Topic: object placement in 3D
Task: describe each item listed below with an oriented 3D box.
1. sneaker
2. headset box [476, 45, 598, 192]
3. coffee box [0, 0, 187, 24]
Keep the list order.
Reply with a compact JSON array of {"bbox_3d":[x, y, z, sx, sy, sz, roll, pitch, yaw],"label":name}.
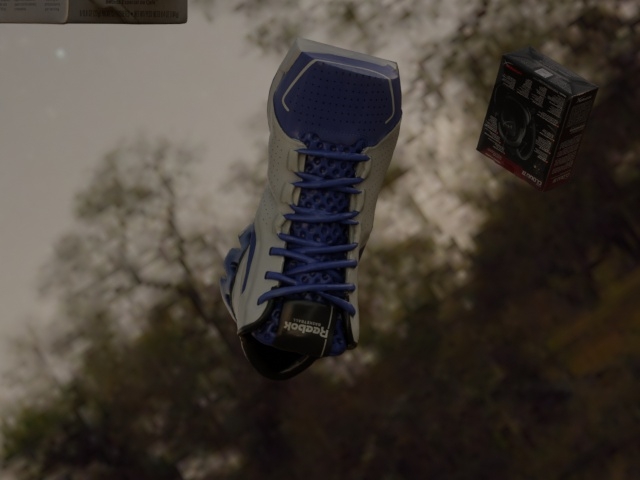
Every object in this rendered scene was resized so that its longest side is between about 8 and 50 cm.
[{"bbox_3d":[0.000,0.001,1.640,0.182,0.127,0.316,-101,24,-55],"label":"sneaker"},{"bbox_3d":[0.143,-0.077,1.269,0.032,0.062,0.083,-21,-45,-41],"label":"headset box"},{"bbox_3d":[-0.190,-0.301,1.559,0.098,0.247,0.141,6,9,40],"label":"coffee box"}]
